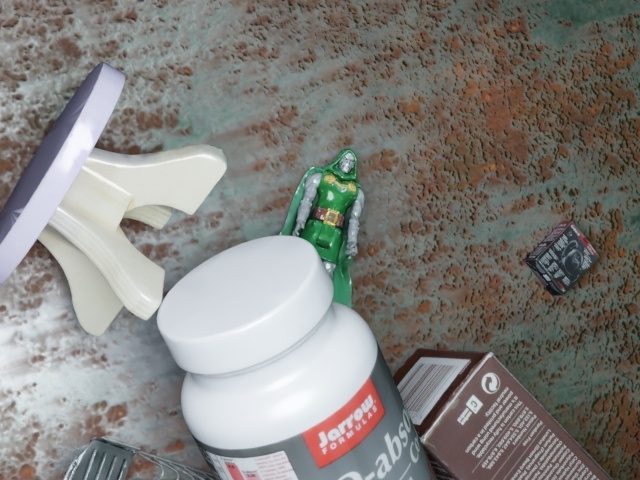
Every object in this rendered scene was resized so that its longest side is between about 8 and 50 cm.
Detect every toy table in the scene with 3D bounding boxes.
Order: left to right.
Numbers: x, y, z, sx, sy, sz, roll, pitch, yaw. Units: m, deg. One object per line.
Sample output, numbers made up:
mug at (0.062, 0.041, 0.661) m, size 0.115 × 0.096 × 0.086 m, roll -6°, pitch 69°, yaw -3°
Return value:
toy table at (-0.228, -0.031, 1.399) m, size 0.161 × 0.274 × 0.252 m, roll 31°, pitch 35°, yaw -18°

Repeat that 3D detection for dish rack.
dish rack at (-0.172, 0.329, 1.447) m, size 0.271 × 0.074 × 0.208 m, roll 28°, pitch 75°, yaw -40°

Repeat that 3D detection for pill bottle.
pill bottle at (-0.017, 0.192, 1.379) m, size 0.210 × 0.210 × 0.363 m, roll -35°, pitch 119°, yaw -20°

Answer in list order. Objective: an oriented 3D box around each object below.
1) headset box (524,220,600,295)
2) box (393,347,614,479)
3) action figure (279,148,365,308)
headset box at (0.310, 0.020, 1.718) m, size 0.083 × 0.032 × 0.062 m, roll -45°, pitch 104°, yaw -19°
box at (0.240, 0.302, 1.593) m, size 0.381 × 0.191 × 0.143 m, roll 44°, pitch 73°, yaw -13°
action figure at (0.000, 0.000, 1.581) m, size 0.137 × 0.063 × 0.232 m, roll 20°, pitch 77°, yaw -17°
